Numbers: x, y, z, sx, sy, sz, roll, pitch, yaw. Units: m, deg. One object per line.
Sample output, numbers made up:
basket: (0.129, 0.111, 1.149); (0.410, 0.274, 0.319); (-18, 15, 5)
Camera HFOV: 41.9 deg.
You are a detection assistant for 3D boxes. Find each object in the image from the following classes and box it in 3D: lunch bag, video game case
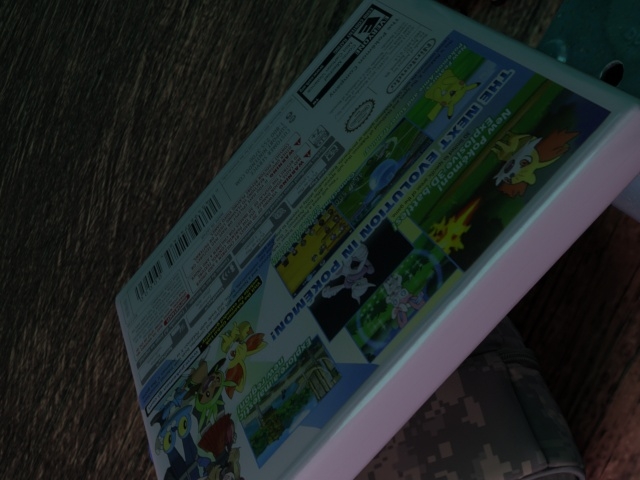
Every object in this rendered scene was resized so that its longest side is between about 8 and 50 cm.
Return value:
lunch bag: (0.024, 0.142, 0.661); (0.305, 0.213, 0.256); (-17, 56, -5)
video game case: (0.000, 0.000, 0.524); (0.329, 0.036, 0.300); (-49, 33, 8)

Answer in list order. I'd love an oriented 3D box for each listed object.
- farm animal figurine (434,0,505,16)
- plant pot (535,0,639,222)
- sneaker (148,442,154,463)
farm animal figurine: (0.200, -0.351, 0.739); (0.326, 0.172, 0.330); (29, 97, 43)
plant pot: (0.274, -0.091, 0.484); (0.247, 0.252, 0.248); (-61, 31, 15)
sneaker: (-0.067, 0.203, 0.846); (0.296, 0.112, 0.131); (-33, 57, 31)
